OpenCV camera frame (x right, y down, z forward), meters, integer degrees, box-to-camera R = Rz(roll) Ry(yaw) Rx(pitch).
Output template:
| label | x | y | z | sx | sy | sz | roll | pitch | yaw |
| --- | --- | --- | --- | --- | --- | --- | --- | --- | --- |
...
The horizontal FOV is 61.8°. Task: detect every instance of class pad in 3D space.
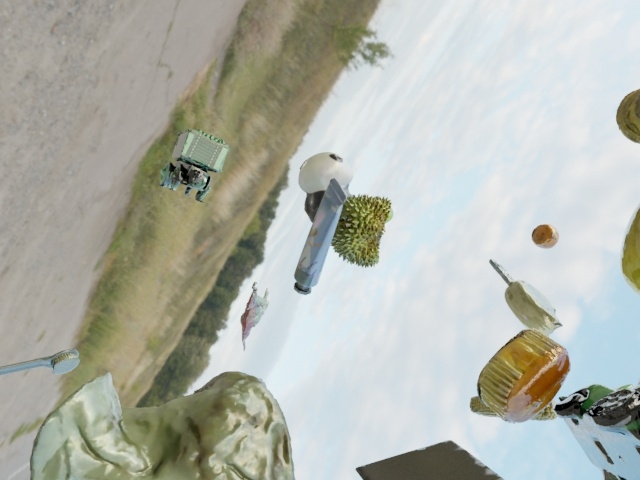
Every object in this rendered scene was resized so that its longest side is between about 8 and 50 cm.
| label | x | y | z | sx | sy | sz | roll | pitch | yaw |
| --- | --- | --- | --- | --- | --- | --- | --- | --- | --- |
| pad | 0.136 | 0.283 | 0.606 | 0.211 | 0.143 | 0.003 | -179 | -102 | -77 |

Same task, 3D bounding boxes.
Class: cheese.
| label | x | y | z | sx | sy | sz | roll | pitch | yaw |
| --- | --- | --- | --- | --- | --- | --- | --- | --- | --- |
| cheese | 0.516 | 0.141 | 1.388 | 0.071 | 0.249 | 0.163 | -50 | 157 | 23 |

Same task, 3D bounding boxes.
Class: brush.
| label | x | y | z | sx | sy | sz | roll | pitch | yaw |
| --- | --- | --- | --- | --- | --- | --- | --- | --- | --- |
| brush | -0.593 | 0.249 | 1.005 | 0.027 | 0.266 | 0.062 | 56 | -47 | 30 |

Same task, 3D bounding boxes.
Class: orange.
| label | x | y | z | sx | sy | sz | roll | pitch | yaw |
| --- | --- | --- | --- | --- | --- | --- | --- | --- | --- |
| orange | 0.710 | -0.013 | 1.690 | 0.083 | 0.083 | 0.083 | -58 | -172 | 13 |

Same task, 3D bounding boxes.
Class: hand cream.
| label | x | y | z | sx | sy | sz | roll | pitch | yaw |
| --- | --- | --- | --- | --- | --- | --- | --- | --- | --- |
| hand cream | 0.000 | 0.000 | 1.098 | 0.088 | 0.055 | 0.256 | -112 | -143 | -54 |

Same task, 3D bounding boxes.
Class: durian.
| label | x | y | z | sx | sy | sz | roll | pitch | yaw |
| --- | --- | --- | --- | --- | --- | --- | --- | --- | --- |
| durian | 0.111 | -0.034 | 1.593 | 0.237 | 0.177 | 0.200 | 103 | 4 | -48 |

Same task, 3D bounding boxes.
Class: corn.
| label | x | y | z | sx | sy | sz | roll | pitch | yaw |
| --- | --- | --- | --- | --- | --- | --- | --- | --- | --- |
| corn | 0.635 | 0.542 | 1.752 | 0.288 | 0.086 | 0.086 | -9 | -139 | 35 |

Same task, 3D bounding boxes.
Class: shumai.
| label | x | y | z | sx | sy | sz | roll | pitch | yaw |
| --- | --- | --- | --- | --- | --- | --- | --- | --- | --- |
| shumai | -0.219 | 0.333 | 0.689 | 0.292 | 0.288 | 0.329 | -17 | -110 | 41 |

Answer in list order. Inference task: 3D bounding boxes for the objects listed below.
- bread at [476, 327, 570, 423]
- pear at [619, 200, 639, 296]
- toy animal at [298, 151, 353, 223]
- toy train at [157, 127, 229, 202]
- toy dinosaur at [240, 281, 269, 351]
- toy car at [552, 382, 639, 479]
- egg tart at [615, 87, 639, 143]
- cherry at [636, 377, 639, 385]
| label | x | y | z | sx | sy | sz | roll | pitch | yaw |
| --- | --- | --- | --- | --- | --- | --- | --- | --- | --- |
| bread | 0.408 | 0.272 | 1.058 | 0.190 | 0.132 | 0.114 | -34 | -146 | -13 |
| pear | 0.872 | -0.010 | 1.173 | 0.362 | 0.362 | 0.418 | -69 | -175 | -48 |
| toy animal | 0.026 | -0.195 | 2.004 | 0.212 | 0.213 | 0.266 | -140 | -138 | -82 |
| toy train | -0.310 | -0.183 | 1.281 | 0.269 | 0.115 | 0.154 | 23 | -85 | 68 |
| toy dinosaur | -0.193 | 0.218 | 1.450 | 0.167 | 0.053 | 0.242 | -57 | 170 | -71 |
| toy car | 0.576 | 0.345 | 0.929 | 0.176 | 0.213 | 0.358 | -31 | 170 | -6 |
| egg tart | 0.869 | -0.331 | 1.372 | 0.191 | 0.191 | 0.074 | -61 | 156 | -8 |
| cherry | 0.876 | 0.370 | 1.231 | 0.230 | 0.300 | 0.203 | -126 | -155 | -54 |
